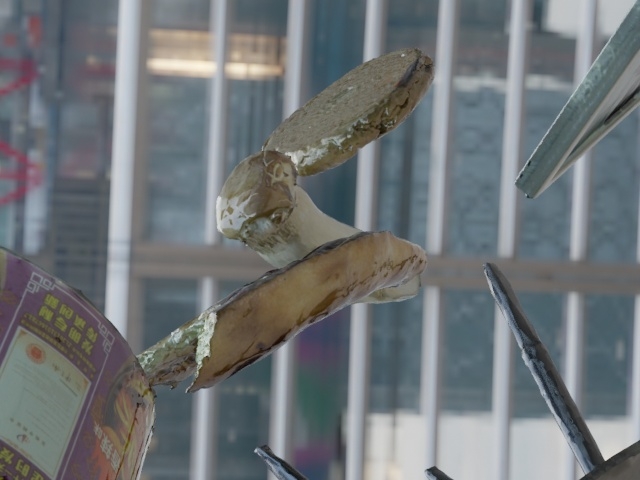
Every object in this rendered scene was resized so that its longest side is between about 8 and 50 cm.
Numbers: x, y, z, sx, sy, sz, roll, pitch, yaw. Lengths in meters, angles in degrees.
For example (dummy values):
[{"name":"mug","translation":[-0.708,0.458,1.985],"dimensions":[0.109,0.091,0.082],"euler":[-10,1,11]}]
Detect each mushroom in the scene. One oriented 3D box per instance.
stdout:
[{"name":"mushroom","translation":[0.000,0.000,1.634],"dimensions":[0.071,0.209,0.084],"euler":[-26,47,35]}]

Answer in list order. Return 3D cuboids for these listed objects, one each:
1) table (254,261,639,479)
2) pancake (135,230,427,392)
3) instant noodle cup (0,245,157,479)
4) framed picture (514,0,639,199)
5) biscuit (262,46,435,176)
[{"name":"table","translation":[0.115,0.209,1.591],"dimensions":[0.249,0.317,0.317],"euler":[47,143,36]},{"name":"pancake","translation":[-0.033,0.055,1.462],"dimensions":[0.056,0.257,0.212],"euler":[58,177,6]},{"name":"instant noodle cup","translation":[-0.245,0.167,1.102],"dimensions":[0.340,0.340,0.266],"euler":[102,-172,-49]},{"name":"framed picture","translation":[0.176,-0.113,0.930],"dimensions":[0.150,0.015,0.203],"euler":[-39,-13,-35]},{"name":"biscuit","translation":[0.031,-0.135,2.092],"dimensions":[0.042,0.226,0.226],"euler":[55,-177,-17]}]
